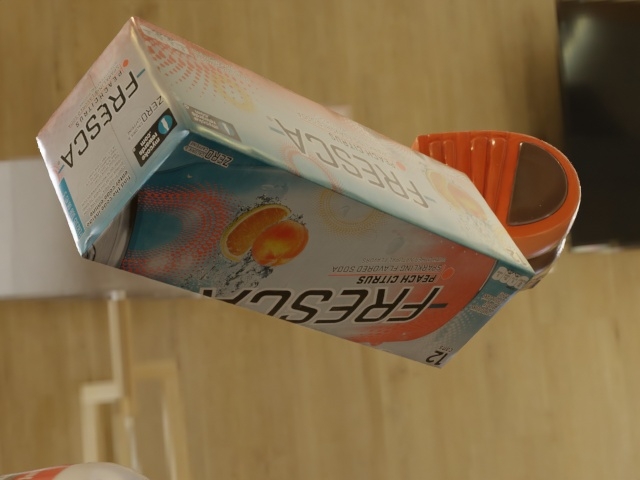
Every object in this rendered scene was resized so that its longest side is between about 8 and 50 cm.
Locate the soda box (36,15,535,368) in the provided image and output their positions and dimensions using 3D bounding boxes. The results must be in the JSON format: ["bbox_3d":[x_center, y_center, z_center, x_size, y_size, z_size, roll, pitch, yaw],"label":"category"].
[{"bbox_3d":[-0.006,-0.010,0.484,0.183,0.063,0.058,20,-59,-43],"label":"soda box"}]

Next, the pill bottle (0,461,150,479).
[{"bbox_3d":[-0.228,0.215,0.526,0.363,0.210,0.210,-11,-7,9],"label":"pill bottle"}]

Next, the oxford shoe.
[{"bbox_3d":[0.000,0.000,0.996,0.364,0.130,0.132,3,-36,2],"label":"oxford shoe"}]
